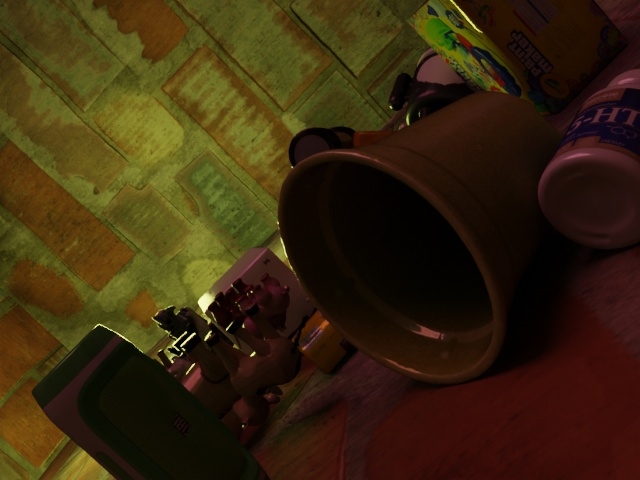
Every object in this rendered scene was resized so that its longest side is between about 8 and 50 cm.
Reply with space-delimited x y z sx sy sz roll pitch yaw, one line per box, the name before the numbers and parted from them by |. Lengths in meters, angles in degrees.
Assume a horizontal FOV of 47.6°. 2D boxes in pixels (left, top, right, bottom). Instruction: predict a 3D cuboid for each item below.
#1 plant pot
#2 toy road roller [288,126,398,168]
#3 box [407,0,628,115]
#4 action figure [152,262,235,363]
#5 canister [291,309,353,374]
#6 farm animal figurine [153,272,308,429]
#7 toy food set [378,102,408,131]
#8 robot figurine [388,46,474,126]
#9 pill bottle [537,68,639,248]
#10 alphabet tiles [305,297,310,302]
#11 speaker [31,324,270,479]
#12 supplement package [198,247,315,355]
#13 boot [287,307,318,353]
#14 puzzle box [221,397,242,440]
plant pot | 0.139 -0.030 0.792 0.254 0.276 0.276 -39 3 -34
toy road roller | 0.106 -0.098 1.377 0.330 0.240 0.202 1 10 19
box | 0.346 -0.388 1.337 0.177 0.290 0.279 -46 7 1
action figure | -0.265 0.219 1.798 0.330 0.178 0.341 -50 -17 0
canister | 0.038 0.118 1.121 0.170 0.073 0.126 -47 7 -6
farm animal figurine | -0.140 0.207 1.100 0.327 0.172 0.330 -41 10 -1
toy food set | 0.184 -0.238 1.836 0.220 0.092 0.306 -45 -14 -4
robot figurine | 0.280 -0.316 1.593 0.173 0.209 0.278 -41 26 51
pill bottle | 0.298 -0.089 0.720 0.112 0.112 0.186 -35 13 51
alphabet tiles | 0.096 0.011 1.317 0.278 0.021 0.284 -39 -4 26
speaker | -0.196 0.240 0.873 0.131 0.296 0.131 -44 8 8
supplement package | -0.126 0.133 1.483 0.175 0.177 0.293 -46 7 -9
boot | -0.012 0.150 1.322 0.099 0.045 0.121 -46 8 20
puzzle box | -0.293 0.434 1.261 0.409 0.052 0.272 -44 8 9
